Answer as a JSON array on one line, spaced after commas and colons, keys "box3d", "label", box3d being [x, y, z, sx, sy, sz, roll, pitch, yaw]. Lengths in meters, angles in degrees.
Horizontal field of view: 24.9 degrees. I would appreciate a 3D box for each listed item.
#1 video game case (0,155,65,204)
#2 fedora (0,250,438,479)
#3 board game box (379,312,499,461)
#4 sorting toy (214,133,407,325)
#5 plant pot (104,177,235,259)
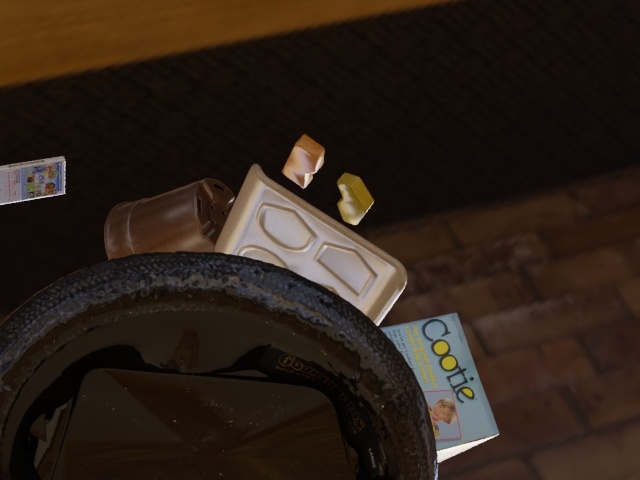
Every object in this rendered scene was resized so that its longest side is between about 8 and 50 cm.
[{"box3d": [-0.471, -0.095, 2.322, 0.122, 0.011, 0.087, -10, 145, -18], "label": "video game case"}, {"box3d": [-0.091, 0.164, 1.016, 0.334, 0.334, 0.152, -19, 176, -11], "label": "fedora"}, {"box3d": [0.022, 0.184, 1.519, 0.275, 0.144, 0.142, -9, 163, -31], "label": "board game box"}, {"box3d": [0.000, 0.000, 1.720, 0.041, 0.229, 0.307, -51, 175, -34], "label": "sorting toy"}, {"box3d": [-0.210, -0.009, 2.192, 0.165, 0.167, 0.167, -24, 149, 29], "label": "plant pot"}]
